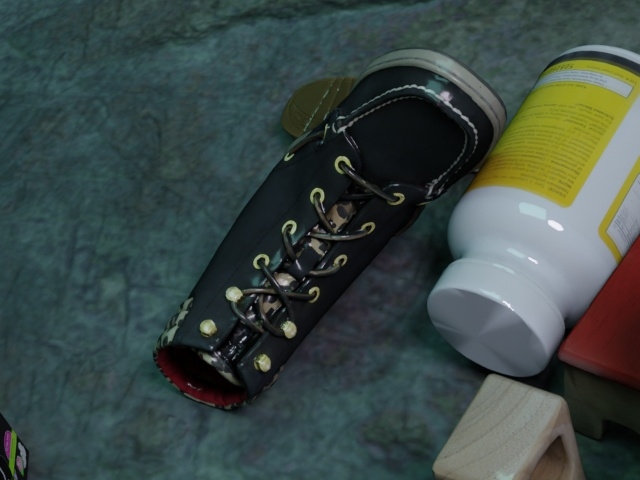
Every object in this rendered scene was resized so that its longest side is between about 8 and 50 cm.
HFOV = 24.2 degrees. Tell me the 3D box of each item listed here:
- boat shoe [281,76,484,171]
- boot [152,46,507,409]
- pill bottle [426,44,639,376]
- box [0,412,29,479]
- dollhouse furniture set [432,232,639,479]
[{"bbox_3d":[0.043,-0.071,0.981,0.153,0.048,0.056,6,64,34],"label":"boat shoe"},{"bbox_3d":[0.001,0.001,0.835,0.179,0.085,0.236,-57,11,-25],"label":"boot"},{"bbox_3d":[0.135,-0.016,0.847,0.103,0.103,0.184,16,56,32],"label":"pill bottle"},{"bbox_3d":[-0.208,0.127,0.857,0.052,0.083,0.062,-14,45,8],"label":"box"},{"bbox_3d":[0.140,0.142,0.664,0.201,0.152,0.374,21,59,34],"label":"dollhouse furniture set"}]
